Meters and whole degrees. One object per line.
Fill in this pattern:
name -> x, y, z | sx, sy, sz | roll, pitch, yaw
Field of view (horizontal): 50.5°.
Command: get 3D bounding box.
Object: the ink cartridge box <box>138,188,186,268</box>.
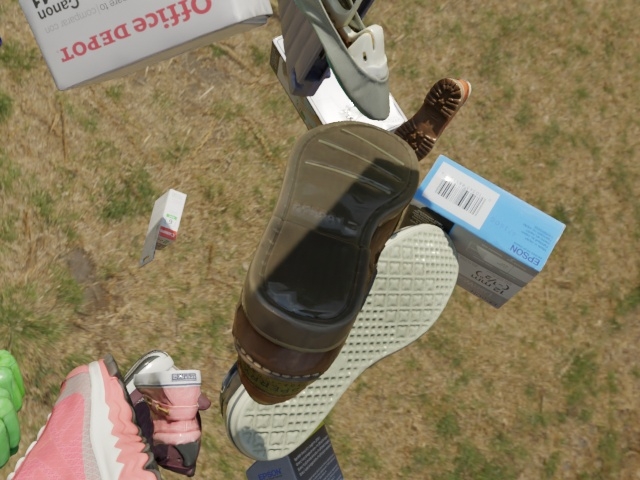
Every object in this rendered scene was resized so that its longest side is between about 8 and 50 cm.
ink cartridge box -> -0.236, -0.013, 1.011 | 0.029, 0.063, 0.115 | 21, 65, -28

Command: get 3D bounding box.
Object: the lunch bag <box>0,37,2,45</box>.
lunch bag -> -0.349, -0.173, 0.544 | 0.128, 0.151, 0.096 | 23, 111, -9

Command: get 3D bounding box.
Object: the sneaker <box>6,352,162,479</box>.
sneaker -> -0.205, 0.187, 0.544 | 0.136, 0.314, 0.116 | -20, 108, -19

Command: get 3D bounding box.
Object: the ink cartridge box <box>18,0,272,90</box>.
ink cartridge box -> -0.209, -0.334, 0.680 | 0.226, 0.131, 0.306 | -15, 105, 16

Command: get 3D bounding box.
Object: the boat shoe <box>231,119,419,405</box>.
boat shoe -> 0.000, 0.000, 0.562 | 0.110, 0.104, 0.307 | 26, 38, 6

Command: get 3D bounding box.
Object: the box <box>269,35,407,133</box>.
box -> 0.033, -0.309, 1.406 | 0.169, 0.087, 0.290 | -26, 75, -17

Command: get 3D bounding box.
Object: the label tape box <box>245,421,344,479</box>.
label tape box -> -0.045, 0.470, 1.362 | 0.105, 0.240, 0.334 | -22, 83, 15

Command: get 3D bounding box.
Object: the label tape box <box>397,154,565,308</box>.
label tape box -> 0.274, 0.014, 1.303 | 0.249, 0.348, 0.115 | 31, 68, 8

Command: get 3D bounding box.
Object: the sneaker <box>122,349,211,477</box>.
sneaker -> -0.259, 0.302, 0.927 | 0.162, 0.106, 0.281 | 42, 85, -10

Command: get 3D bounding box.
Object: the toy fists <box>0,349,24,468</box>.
toy fists -> -0.441, 0.221, 0.839 | 0.142, 0.279, 0.096 | -22, 109, -16

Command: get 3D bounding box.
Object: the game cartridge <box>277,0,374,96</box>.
game cartridge -> 0.018, -0.407, 1.025 | 0.068, 0.355, 0.230 | 3, 70, -20

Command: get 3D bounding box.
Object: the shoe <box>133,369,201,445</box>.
shoe -> -0.180, 0.195, 0.791 | 0.063, 0.178, 0.081 | 4, 77, -24

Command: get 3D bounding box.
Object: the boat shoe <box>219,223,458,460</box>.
boat shoe -> 0.030, 0.143, 1.114 | 0.500, 0.156, 0.187 | -42, 111, -19

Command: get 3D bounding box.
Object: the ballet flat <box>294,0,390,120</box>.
ballet flat -> 0.030, -0.233, 0.747 | 0.072, 0.068, 0.213 | -38, 98, -46

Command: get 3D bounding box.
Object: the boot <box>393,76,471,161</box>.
boot -> 0.164, -0.174, 1.000 | 0.059, 0.158, 0.084 | 44, 32, 6
